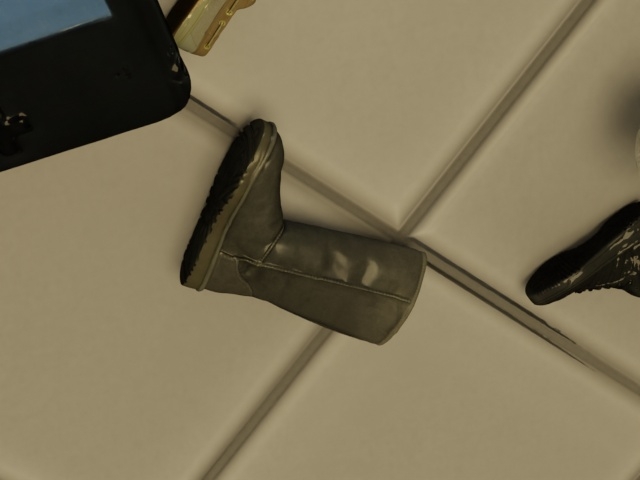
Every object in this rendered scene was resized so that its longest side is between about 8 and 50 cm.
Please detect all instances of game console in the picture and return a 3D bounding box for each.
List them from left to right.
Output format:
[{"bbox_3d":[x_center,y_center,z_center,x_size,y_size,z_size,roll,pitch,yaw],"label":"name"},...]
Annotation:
[{"bbox_3d":[-0.312,-0.197,1.293,0.342,0.060,0.386,-14,131,9],"label":"game console"}]

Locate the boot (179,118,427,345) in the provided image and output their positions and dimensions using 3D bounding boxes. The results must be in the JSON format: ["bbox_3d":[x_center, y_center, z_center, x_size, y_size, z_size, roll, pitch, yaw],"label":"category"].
[{"bbox_3d":[0.000,-0.002,1.544,0.208,0.076,0.189,17,124,-16],"label":"boot"}]

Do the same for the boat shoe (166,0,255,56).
[{"bbox_3d":[-0.074,-0.208,1.438,0.045,0.050,0.135,31,114,-30],"label":"boat shoe"}]

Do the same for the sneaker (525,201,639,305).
[{"bbox_3d":[0.282,0.029,1.654,0.170,0.051,0.089,-37,115,0],"label":"sneaker"}]

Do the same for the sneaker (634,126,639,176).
[{"bbox_3d":[0.446,-0.052,1.569,0.315,0.182,0.127,34,124,9],"label":"sneaker"}]
